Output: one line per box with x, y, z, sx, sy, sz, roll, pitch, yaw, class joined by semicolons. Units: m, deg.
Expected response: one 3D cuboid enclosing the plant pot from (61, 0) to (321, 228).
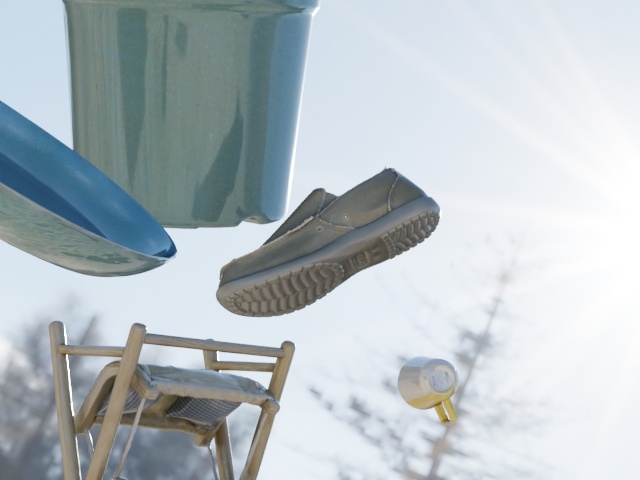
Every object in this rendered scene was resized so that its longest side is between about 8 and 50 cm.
-0.156;-0.194;1.901;0.341;0.334;0.341;2;9;0;plant pot

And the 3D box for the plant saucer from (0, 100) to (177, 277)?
-0.246;-0.062;1.167;0.317;0.043;0.317;34;5;-3;plant saucer

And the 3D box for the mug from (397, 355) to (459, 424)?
0.133;0.163;1.840;0.078;0.062;0.064;35;-17;-8;mug

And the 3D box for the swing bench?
-0.178;0.230;1.873;0.165;0.254;0.253;-2;-8;44;swing bench

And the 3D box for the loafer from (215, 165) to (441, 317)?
0.000;0.000;1.699;0.094;0.251;0.087;85;-22;-60;loafer
